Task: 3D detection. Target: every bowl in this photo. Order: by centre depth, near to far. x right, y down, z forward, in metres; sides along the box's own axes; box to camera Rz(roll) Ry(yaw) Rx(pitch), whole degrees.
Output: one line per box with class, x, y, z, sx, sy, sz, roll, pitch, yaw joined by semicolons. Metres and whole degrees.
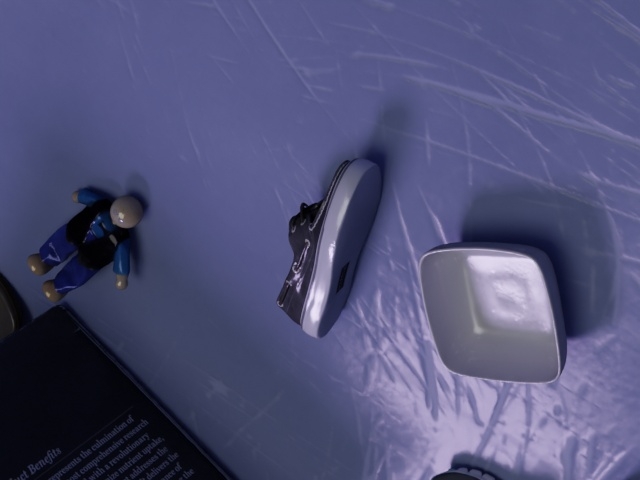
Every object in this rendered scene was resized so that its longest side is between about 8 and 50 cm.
bowl;0.171;0.061;1.353;0.142;0.053;0.142;2;116;36

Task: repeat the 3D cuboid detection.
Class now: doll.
doll;-0.265;0.004;1.656;0.189;0.046;0.129;-37;81;37

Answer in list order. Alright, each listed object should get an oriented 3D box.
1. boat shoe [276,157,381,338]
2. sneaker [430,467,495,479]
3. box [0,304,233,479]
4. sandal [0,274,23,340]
boat shoe;0.000;0.000;1.438;0.076;0.080;0.229;31;137;18
sneaker;0.177;0.296;1.465;0.166;0.076;0.065;25;127;24
box;-0.337;0.429;1.789;0.472;0.297;0.480;45;133;10
sandal;-0.468;0.046;1.825;0.090;0.060;0.219;-35;91;44
